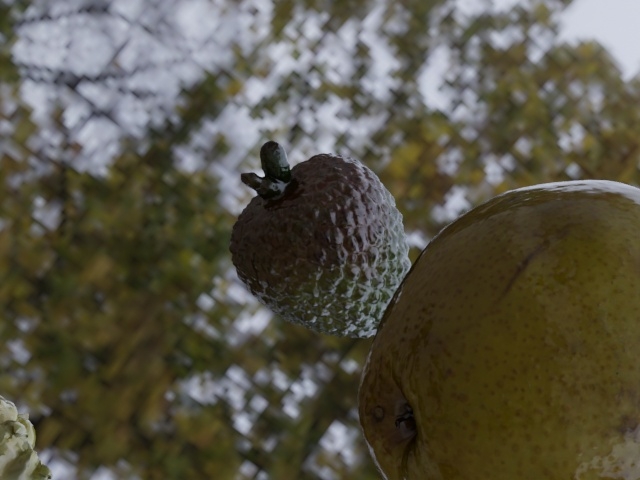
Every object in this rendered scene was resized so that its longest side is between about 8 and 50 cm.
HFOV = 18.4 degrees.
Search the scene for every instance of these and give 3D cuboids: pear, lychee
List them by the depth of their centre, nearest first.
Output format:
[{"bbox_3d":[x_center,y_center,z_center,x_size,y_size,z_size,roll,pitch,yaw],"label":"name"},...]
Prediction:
[{"bbox_3d":[0.119,0.075,0.998,0.209,0.209,0.209,-37,-150,26],"label":"pear"},{"bbox_3d":[0.000,0.000,1.275,0.114,0.146,0.114,-35,-158,16],"label":"lychee"}]

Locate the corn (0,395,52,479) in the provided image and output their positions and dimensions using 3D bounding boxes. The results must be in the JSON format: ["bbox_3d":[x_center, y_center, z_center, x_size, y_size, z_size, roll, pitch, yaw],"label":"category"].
[{"bbox_3d":[-0.126,0.085,0.560,0.085,0.063,0.165,-28,174,-31],"label":"corn"}]
